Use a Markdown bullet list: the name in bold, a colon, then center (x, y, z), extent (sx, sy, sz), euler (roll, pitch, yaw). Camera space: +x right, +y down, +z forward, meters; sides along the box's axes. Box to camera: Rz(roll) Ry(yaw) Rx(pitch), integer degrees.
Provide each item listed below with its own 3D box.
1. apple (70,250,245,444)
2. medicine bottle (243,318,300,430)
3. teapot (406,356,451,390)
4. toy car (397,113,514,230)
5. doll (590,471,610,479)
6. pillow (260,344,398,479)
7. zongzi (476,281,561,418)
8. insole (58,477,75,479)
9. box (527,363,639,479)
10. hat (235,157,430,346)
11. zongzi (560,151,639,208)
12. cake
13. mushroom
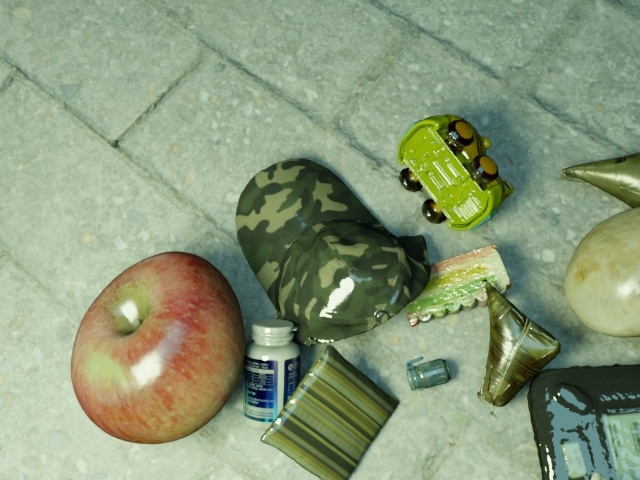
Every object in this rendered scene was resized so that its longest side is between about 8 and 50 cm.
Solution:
- **apple**: center (-0.278, 0.203, 1.212), extent (0.344, 0.269, 0.345), euler (-16, 47, 18)
- **medicine bottle**: center (-0.092, 0.250, 1.249), extent (0.107, 0.107, 0.191), euler (2, 95, 4)
- **teapot**: center (0.207, 0.254, 1.291), extent (0.083, 0.049, 0.064), euler (-14, 71, -1)
- **toy car**: center (0.283, -0.149, 1.365), extent (0.142, 0.200, 0.248), euler (-29, 83, -38)
- **doll**: center (0.579, 0.529, 1.032), extent (0.423, 0.161, 0.348), euler (-7, 98, 13)
- **pillow**: center (0.023, 0.333, 1.232), extent (0.208, 0.052, 0.212), euler (43, 74, -24)
- **zongzi**: center (0.325, 0.204, 1.255), extent (0.184, 0.084, 0.187), euler (42, 101, 13)
- **insole**: center (-0.424, 0.500, 1.270), extent (0.197, 0.004, 0.065), euler (14, 73, 8)
- **box**: center (0.571, 0.401, 1.195), extent (0.350, 0.091, 0.359), euler (-5, 69, 2)
- **hat**: center (0.000, 0.000, 1.322), extent (0.366, 0.257, 0.382), euler (-36, 92, -11)
- **zongzi**: center (0.666, -0.060, 1.342), extent (0.289, 0.123, 0.260), euler (-12, 73, 10)
- **cake**: center (0.271, 0.095, 1.348), extent (0.225, 0.090, 0.109), euler (-21, 72, 16)
- **mushroom**: center (0.608, 0.090, 1.215), extent (0.297, 0.297, 0.290), euler (-32, 99, -7)
